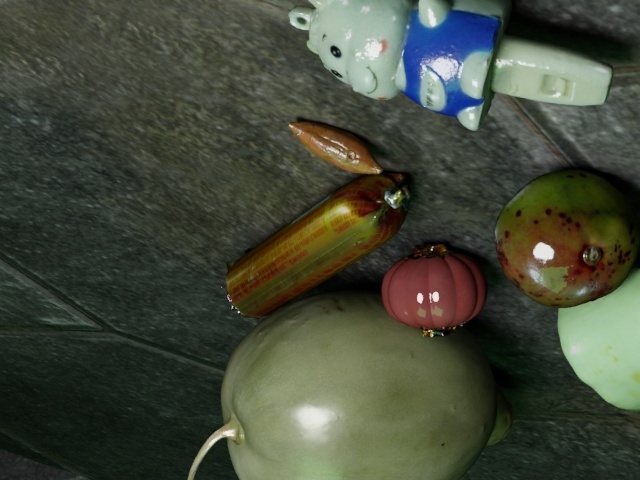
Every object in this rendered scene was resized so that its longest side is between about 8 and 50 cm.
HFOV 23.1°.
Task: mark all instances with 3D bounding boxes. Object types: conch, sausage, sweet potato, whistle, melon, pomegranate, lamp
[{"bbox_3d":[0.319,0.058,1.374,0.143,0.137,0.250,16,143,-32],"label":"conch"},{"bbox_3d":[0.000,0.000,1.568,0.082,0.082,0.371,25,156,-16],"label":"sausage"},{"bbox_3d":[0.014,-0.085,1.410,0.095,0.034,0.034,30,157,1],"label":"sweet potato"},{"bbox_3d":[0.092,-0.137,1.149,0.245,0.092,0.110,16,147,10],"label":"whistle"},{"bbox_3d":[0.035,0.175,1.652,0.308,0.271,0.272,1,174,-43],"label":"melon"},{"bbox_3d":[0.211,0.001,1.344,0.130,0.130,0.130,16,157,7],"label":"pomegranate"},{"bbox_3d":[0.114,0.049,1.563,0.108,0.092,0.107,-4,-175,0],"label":"lamp"}]

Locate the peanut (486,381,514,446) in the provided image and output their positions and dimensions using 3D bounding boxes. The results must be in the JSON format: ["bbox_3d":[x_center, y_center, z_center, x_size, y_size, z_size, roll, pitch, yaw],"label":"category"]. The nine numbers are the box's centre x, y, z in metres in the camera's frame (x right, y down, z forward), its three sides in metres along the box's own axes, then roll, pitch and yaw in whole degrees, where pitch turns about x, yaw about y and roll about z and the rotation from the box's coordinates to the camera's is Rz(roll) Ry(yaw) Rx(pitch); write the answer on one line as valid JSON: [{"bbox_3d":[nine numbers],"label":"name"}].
[{"bbox_3d":[0.138,0.178,1.838,0.214,0.098,0.090,24,151,-19],"label":"peanut"}]
